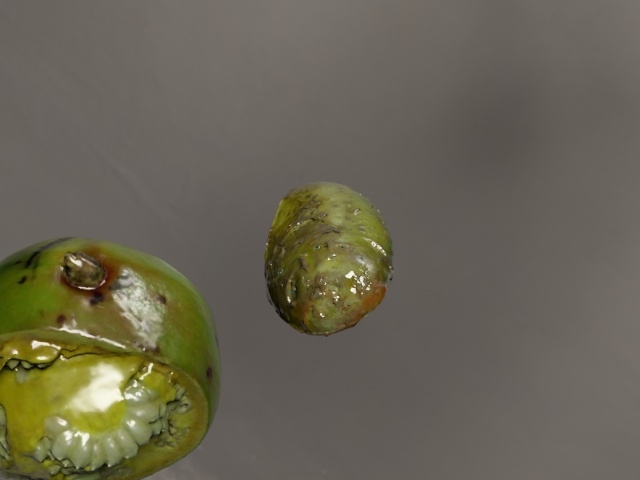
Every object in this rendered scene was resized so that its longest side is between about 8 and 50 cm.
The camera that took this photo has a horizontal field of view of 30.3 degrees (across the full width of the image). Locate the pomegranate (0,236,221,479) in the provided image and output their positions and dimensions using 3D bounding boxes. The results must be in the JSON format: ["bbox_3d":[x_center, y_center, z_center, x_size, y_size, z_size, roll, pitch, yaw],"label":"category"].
[{"bbox_3d":[-0.230,0.134,1.135,0.260,0.260,0.341,35,143,6],"label":"pomegranate"}]

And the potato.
[{"bbox_3d":[0.000,0.000,1.013,0.119,0.198,0.054,-19,124,17],"label":"potato"}]
